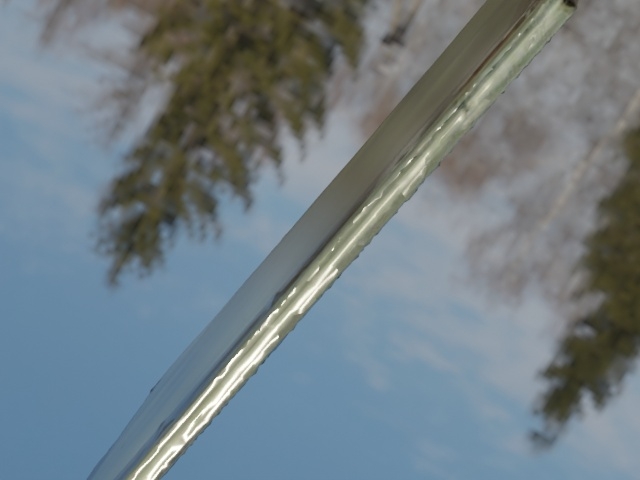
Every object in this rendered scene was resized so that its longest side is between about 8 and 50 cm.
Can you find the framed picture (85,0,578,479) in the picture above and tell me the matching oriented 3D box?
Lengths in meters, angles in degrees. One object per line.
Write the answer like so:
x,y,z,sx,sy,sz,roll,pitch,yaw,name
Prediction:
0.000,0.000,0.529,0.010,0.231,0.173,40,-155,-4,framed picture
